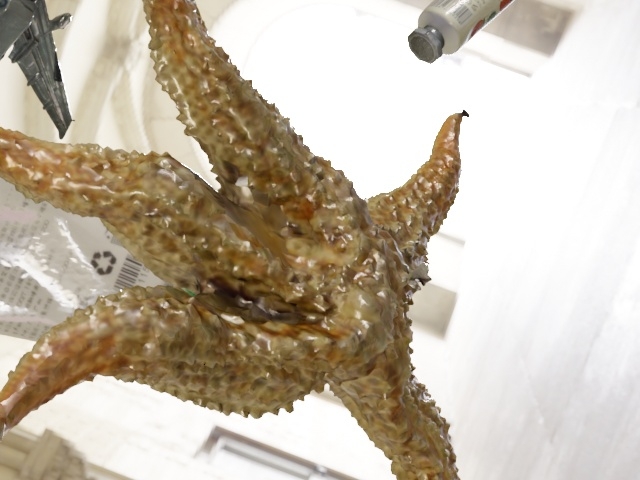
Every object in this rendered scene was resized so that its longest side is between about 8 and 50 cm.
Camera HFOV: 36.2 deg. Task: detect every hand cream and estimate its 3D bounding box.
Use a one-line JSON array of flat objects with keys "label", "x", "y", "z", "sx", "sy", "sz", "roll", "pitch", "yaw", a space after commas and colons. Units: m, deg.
[{"label": "hand cream", "x": -0.213, "y": -0.015, "z": 0.534, "sx": 0.121, "sy": 0.335, "sz": 0.076, "roll": -65, "pitch": 24, "yaw": 2}, {"label": "hand cream", "x": 0.200, "y": -0.301, "z": 1.141, "sx": 0.276, "sy": 0.095, "sz": 0.059, "roll": -45, "pitch": -25, "yaw": -24}]

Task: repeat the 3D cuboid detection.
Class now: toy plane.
[{"label": "toy plane", "x": -0.231, "y": -0.147, "z": 0.671, "sx": 0.226, "sy": 0.058, "sz": 0.226, "roll": -36, "pitch": -36, "yaw": 15}]

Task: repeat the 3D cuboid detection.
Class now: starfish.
[{"label": "starfish", "x": -0.015, "y": -0.006, "z": 0.444, "sx": 0.084, "sy": 0.293, "sz": 0.302, "roll": -21, "pitch": 51, "yaw": 44}]
